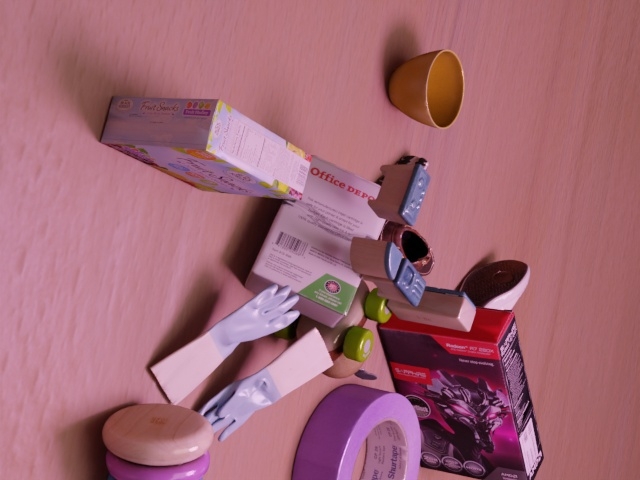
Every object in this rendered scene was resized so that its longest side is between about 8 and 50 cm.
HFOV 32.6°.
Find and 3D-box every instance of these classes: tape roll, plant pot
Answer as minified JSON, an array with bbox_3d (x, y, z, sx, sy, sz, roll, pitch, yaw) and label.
[{"bbox_3d":[0.066,0.387,1.862,0.275,0.090,0.275,-15,108,-53],"label":"tape roll"},{"bbox_3d":[0.174,-0.261,1.875,0.134,0.095,0.134,-18,112,-53],"label":"plant pot"}]

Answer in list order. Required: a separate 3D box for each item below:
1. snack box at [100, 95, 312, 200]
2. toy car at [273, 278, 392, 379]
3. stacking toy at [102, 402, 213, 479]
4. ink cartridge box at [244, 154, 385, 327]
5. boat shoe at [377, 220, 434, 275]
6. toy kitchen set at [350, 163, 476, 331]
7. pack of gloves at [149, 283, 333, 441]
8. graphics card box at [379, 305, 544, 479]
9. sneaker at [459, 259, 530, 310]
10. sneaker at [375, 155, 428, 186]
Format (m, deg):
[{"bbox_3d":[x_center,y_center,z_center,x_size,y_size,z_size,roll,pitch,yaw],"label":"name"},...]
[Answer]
[{"bbox_3d":[-0.140,-0.115,1.378,0.207,0.174,0.070,24,76,-55],"label":"snack box"},{"bbox_3d":[0.034,0.156,1.722,0.149,0.155,0.188,-58,149,-30],"label":"toy car"},{"bbox_3d":[-0.218,0.387,1.420,0.141,0.141,0.330,-13,112,-54],"label":"stacking toy"},{"bbox_3d":[0.000,0.000,1.617,0.087,0.153,0.208,122,-7,-68],"label":"ink cartridge box"},{"bbox_3d":[0.158,0.020,1.934,0.207,0.073,0.073,30,71,-55],"label":"boat shoe"},{"bbox_3d":[0.154,0.010,1.591,0.207,0.122,0.166,47,59,-52],"label":"toy kitchen set"},{"bbox_3d":[-0.113,0.169,1.556,0.232,0.046,0.195,-34,131,-13],"label":"pack of gloves"},{"bbox_3d":[0.262,0.280,1.998,0.094,0.232,0.371,-53,138,-41],"label":"graphics card box"},{"bbox_3d":[0.320,0.148,2.185,0.290,0.106,0.123,-39,134,-33],"label":"sneaker"},{"bbox_3d":[0.144,-0.082,1.899,0.170,0.068,0.071,-43,136,-44],"label":"sneaker"}]
